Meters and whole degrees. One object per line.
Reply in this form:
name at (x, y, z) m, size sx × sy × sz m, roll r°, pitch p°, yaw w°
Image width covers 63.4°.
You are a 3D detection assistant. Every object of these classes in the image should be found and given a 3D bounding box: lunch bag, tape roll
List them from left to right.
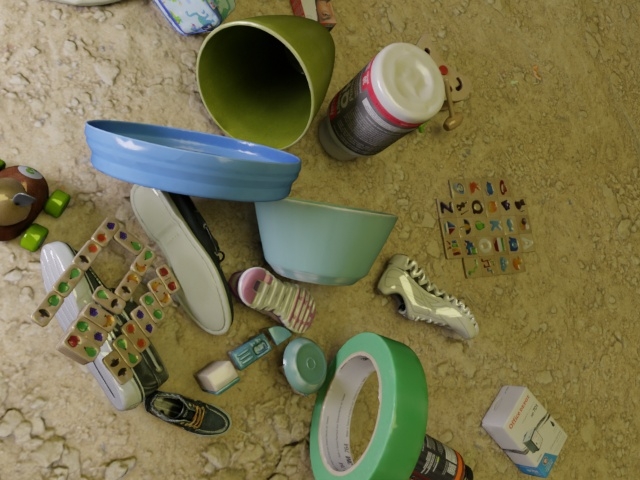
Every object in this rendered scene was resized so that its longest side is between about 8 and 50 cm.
lunch bag at (-0.300, -0.552, 1.105) m, size 0.090 × 0.176 × 0.219 m, roll -60°, pitch 137°, yaw -25°
tape roll at (0.086, 0.347, 1.030) m, size 0.077 × 0.321 × 0.322 m, roll 22°, pitch 70°, yaw -19°

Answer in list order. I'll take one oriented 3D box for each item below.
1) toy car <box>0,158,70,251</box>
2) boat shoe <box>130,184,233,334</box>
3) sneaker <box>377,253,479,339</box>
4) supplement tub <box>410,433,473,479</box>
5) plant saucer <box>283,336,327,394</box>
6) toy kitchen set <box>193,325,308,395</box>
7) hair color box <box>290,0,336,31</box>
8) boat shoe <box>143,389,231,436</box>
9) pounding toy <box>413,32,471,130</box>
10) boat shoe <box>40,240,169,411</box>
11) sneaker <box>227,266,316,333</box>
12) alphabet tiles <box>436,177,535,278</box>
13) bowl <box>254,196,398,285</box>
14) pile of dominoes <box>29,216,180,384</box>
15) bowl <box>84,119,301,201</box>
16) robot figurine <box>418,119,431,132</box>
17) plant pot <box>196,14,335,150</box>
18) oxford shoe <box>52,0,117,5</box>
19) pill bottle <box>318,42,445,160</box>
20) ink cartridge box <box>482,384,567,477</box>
toy car at (-0.538, -0.081, 0.895) m, size 0.155 × 0.188 × 0.149 m, roll 30°, pitch 67°, yaw -17°
boat shoe at (-0.256, 0.024, 1.057) m, size 0.340 × 0.127 × 0.113 m, roll 57°, pitch 29°, yaw 1°
sneaker at (0.265, 0.163, 1.293) m, size 0.292 × 0.110 × 0.118 m, roll 39°, pitch 72°, yaw -5°
supplement tub at (0.259, 0.517, 1.201) m, size 0.197 × 0.106 × 0.106 m, roll 34°, pitch 66°, yaw -16°
plant saucer at (-0.025, 0.260, 1.087) m, size 0.119 × 0.021 × 0.120 m, roll 23°, pitch 55°, yaw -37°
toy kitchen set at (-0.118, 0.285, 1.057) m, size 0.207 × 0.122 × 0.166 m, roll -31°, pitch 93°, yaw -28°
hair color box at (-0.027, -0.630, 1.351) m, size 0.093 × 0.053 × 0.167 m, roll -13°, pitch 86°, yaw -29°
boat shoe at (-0.250, 0.339, 1.001) m, size 0.183 × 0.083 × 0.065 m, roll 25°, pitch 69°, yaw -20°
pounding toy at (0.346, -0.450, 1.435) m, size 0.154 × 0.155 × 0.270 m, roll -31°, pitch 93°, yaw -24°
boat shoe at (-0.401, 0.148, 0.968) m, size 0.119 × 0.121 × 0.335 m, roll -29°, pitch 95°, yaw -46°
sneaker at (-0.108, 0.124, 1.120) m, size 0.236 × 0.104 × 0.095 m, roll 37°, pitch 67°, yaw -39°
alphabet tiles at (0.482, -0.041, 1.492) m, size 0.342 × 0.011 × 0.285 m, roll -3°, pitch 80°, yaw -27°
bowl at (0.000, 0.000, 1.107) m, size 0.311 × 0.311 × 0.163 m, roll 7°, pitch 95°, yaw -25°
pile of dominoes at (-0.356, 0.100, 0.914) m, size 0.196 × 0.040 × 0.251 m, roll 42°, pitch 46°, yaw -24°
bowl at (-0.231, -0.151, 0.972) m, size 0.390 × 0.391 × 0.077 m, roll 5°, pitch 105°, yaw -25°
robot figurine at (0.246, -0.335, 1.410) m, size 0.115 × 0.067 × 0.101 m, roll -15°, pitch 66°, yaw -28°
plant pot at (-0.082, -0.392, 1.167) m, size 0.275 × 0.274 × 0.294 m, roll 45°, pitch 44°, yaw -11°
oxford shoe at (-0.560, -0.581, 1.036) m, size 0.449 × 0.130 × 0.169 m, roll -7°, pitch 78°, yaw -30°
pill bottle at (0.122, -0.298, 1.197) m, size 0.176 × 0.318 × 0.177 m, roll 6°, pitch 75°, yaw -25°
ink cartridge box at (0.534, 0.496, 1.355) m, size 0.191 × 0.082 × 0.140 m, roll 49°, pitch 63°, yaw -10°
